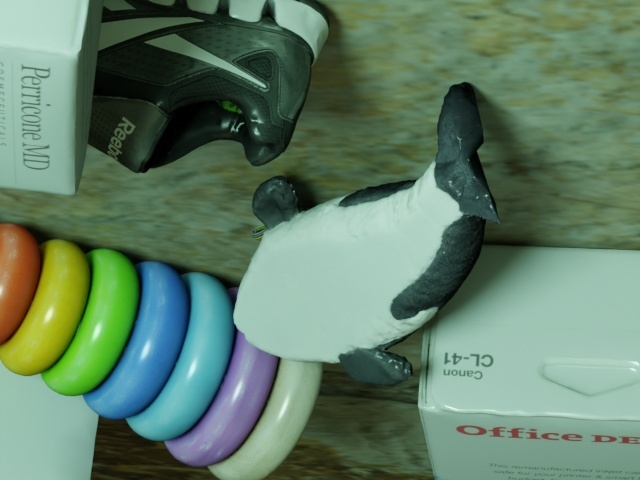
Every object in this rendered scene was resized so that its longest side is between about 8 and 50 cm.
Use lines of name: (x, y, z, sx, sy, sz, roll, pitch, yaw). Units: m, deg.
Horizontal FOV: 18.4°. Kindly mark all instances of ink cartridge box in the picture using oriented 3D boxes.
ink cartridge box: (0.195, 0.123, 1.417, 0.226, 0.131, 0.306, 2, 154, 8)

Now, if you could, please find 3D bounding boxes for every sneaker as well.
sneaker: (-0.114, -0.090, 1.041, 0.234, 0.106, 0.078, 7, 154, -4)

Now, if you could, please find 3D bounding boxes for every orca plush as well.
orca plush: (0.045, -0.012, 1.242, 0.151, 0.102, 0.287, 44, 143, 12)

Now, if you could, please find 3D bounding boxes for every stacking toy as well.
stacking toy: (-0.166, 0.056, 1.348, 0.330, 0.141, 0.141, 23, 150, -25)

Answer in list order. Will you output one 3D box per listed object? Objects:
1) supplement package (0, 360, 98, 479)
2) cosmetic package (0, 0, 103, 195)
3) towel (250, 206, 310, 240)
supplement package: (-0.315, 0.134, 1.479, 0.177, 0.175, 0.293, 23, 149, -33)
cosmetic package: (-0.194, -0.126, 0.921, 0.184, 0.151, 0.151, 7, 156, -4)
towel: (0.000, 0.000, 1.329, 0.083, 0.009, 0.060, 23, 149, -33)
